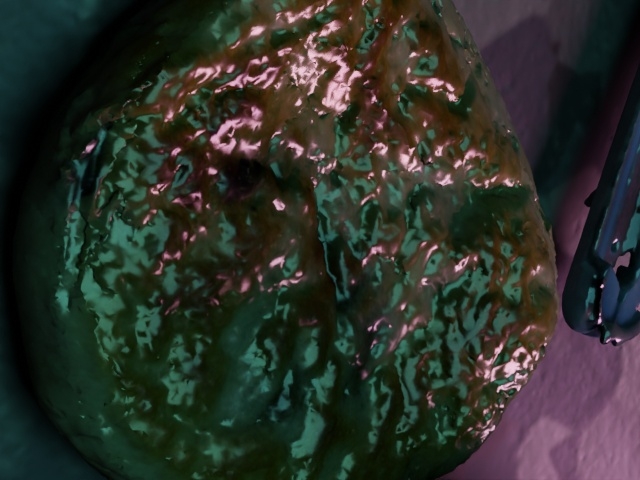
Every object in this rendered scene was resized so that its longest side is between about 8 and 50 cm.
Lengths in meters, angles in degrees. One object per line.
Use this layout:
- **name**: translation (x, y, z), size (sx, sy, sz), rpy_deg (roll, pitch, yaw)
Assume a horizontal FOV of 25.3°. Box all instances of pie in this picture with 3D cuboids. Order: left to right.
- **pie**: translation (0.000, 0.000, 0.514), size (0.240, 0.054, 0.240), rpy_deg (-10, 105, -38)

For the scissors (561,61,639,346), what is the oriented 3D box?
- **scissors**: translation (0.195, -0.133, 0.672), size (0.180, 0.032, 0.393), rpy_deg (31, 78, -42)
